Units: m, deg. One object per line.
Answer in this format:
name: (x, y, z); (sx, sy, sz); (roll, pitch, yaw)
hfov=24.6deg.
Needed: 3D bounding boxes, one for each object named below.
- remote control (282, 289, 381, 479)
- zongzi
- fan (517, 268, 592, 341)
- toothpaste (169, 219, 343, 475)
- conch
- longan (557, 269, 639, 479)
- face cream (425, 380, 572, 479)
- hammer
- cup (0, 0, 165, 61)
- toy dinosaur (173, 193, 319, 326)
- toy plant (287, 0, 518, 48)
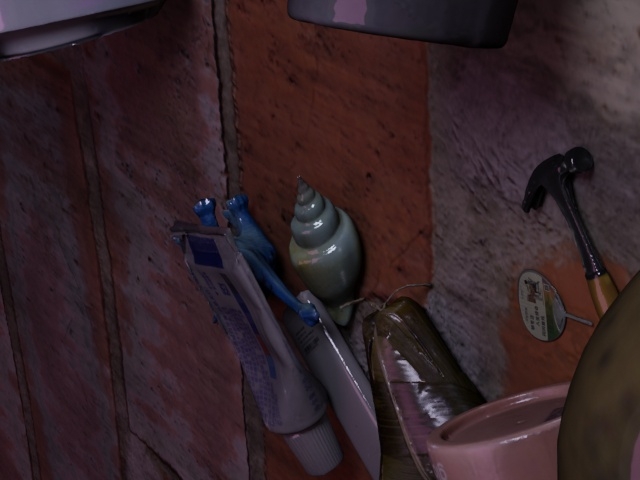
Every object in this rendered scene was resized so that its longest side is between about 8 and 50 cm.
remote control: (0.042, 0.166, 1.415); (0.261, 0.029, 0.067); (59, 147, 12)
zongzi: (0.118, 0.131, 1.233); (0.184, 0.084, 0.187); (-3, 101, 44)
fan: (0.177, 0.048, 1.148); (0.080, 0.003, 0.060); (-32, 82, 59)
toothpaste: (-0.054, 0.104, 1.399); (0.099, 0.068, 0.282); (-14, 113, 31)
conch: (-0.004, 0.005, 1.347); (0.088, 0.065, 0.180); (36, 152, 40)
longan: (0.278, 0.099, 0.777); (0.288, 0.288, 0.350); (57, 137, 19)
face cream: (0.164, 0.177, 1.105); (0.149, 0.149, 0.104); (-12, 97, 59)
hammer: (0.203, 0.033, 1.081); (0.078, 0.021, 0.201); (-27, 84, 59)
cup: (-0.287, -0.366, 1.401); (0.253, 0.253, 0.371); (4, 108, 57)
toy dinosaur: (-0.084, 0.018, 1.475); (0.144, 0.076, 0.329); (67, 158, -6)
toy plant: (0.076, -0.325, 0.911); (0.279, 0.185, 0.400); (-106, 22, -78)
